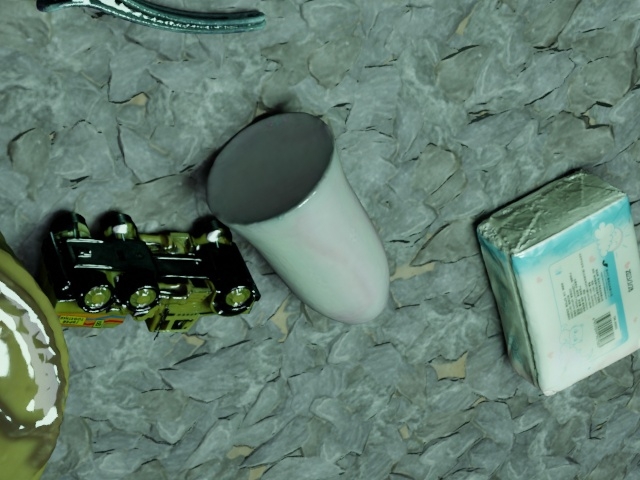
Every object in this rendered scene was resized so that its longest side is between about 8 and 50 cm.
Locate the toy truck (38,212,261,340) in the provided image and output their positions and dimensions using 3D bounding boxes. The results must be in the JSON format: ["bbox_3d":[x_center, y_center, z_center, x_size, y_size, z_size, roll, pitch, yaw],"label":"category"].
[{"bbox_3d":[-0.207,0.052,1.833,0.257,0.127,0.127,-1,132,-27],"label":"toy truck"}]

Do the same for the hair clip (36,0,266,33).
[{"bbox_3d":[-0.184,-0.265,1.714,0.275,0.048,0.083,11,109,-37],"label":"hair clip"}]

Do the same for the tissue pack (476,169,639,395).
[{"bbox_3d":[0.342,0.058,2.113,0.201,0.124,0.271,-26,125,-11],"label":"tissue pack"}]

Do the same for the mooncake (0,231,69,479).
[{"bbox_3d":[-0.484,0.144,1.670,0.394,0.246,0.393,-24,119,-18],"label":"mooncake"}]

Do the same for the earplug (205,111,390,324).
[{"bbox_3d":[0.000,0.000,1.895,0.172,0.172,0.301,-38,135,-3],"label":"earplug"}]
